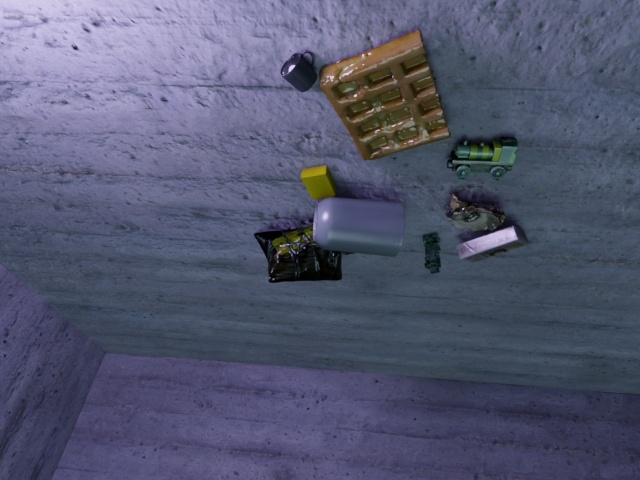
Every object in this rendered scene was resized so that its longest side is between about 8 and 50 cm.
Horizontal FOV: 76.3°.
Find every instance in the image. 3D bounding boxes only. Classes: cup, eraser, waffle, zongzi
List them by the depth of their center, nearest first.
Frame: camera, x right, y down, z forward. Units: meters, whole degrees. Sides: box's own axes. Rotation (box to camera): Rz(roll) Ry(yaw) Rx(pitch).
[{"bbox_3d":[-0.050,-0.468,1.119,0.100,0.078,0.077,-47,129,12],"label":"cup"},{"bbox_3d":[0.193,-0.389,1.178,0.305,0.077,0.348,-13,139,26],"label":"waffle"},{"bbox_3d":[-0.004,-0.208,1.475,0.097,0.045,0.122,-8,142,20],"label":"eraser"},{"bbox_3d":[0.136,-0.055,1.501,0.313,0.205,0.205,6,144,-7],"label":"cup"},{"bbox_3d":[-0.109,0.033,1.709,0.384,0.362,0.318,-14,125,-26],"label":"zongzi"}]

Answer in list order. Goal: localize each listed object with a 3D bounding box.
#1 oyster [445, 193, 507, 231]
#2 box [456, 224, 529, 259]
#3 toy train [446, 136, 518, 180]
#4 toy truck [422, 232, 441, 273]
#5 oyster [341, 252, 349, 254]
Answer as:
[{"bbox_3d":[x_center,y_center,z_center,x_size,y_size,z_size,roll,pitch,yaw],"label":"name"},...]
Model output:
[{"bbox_3d":[0.571,-0.092,1.512,0.214,0.083,0.223,11,162,8],"label":"oyster"},{"bbox_3d":[0.679,0.019,1.615,0.233,0.066,0.150,-25,153,36],"label":"box"},{"bbox_3d":[0.511,-0.265,1.296,0.201,0.083,0.132,2,132,6],"label":"toy train"},{"bbox_3d":[0.460,0.060,1.655,0.067,0.175,0.081,-12,146,23],"label":"toy truck"},{"bbox_3d":[0.135,0.043,1.802,0.051,0.034,0.093,23,137,-33],"label":"oyster"}]
